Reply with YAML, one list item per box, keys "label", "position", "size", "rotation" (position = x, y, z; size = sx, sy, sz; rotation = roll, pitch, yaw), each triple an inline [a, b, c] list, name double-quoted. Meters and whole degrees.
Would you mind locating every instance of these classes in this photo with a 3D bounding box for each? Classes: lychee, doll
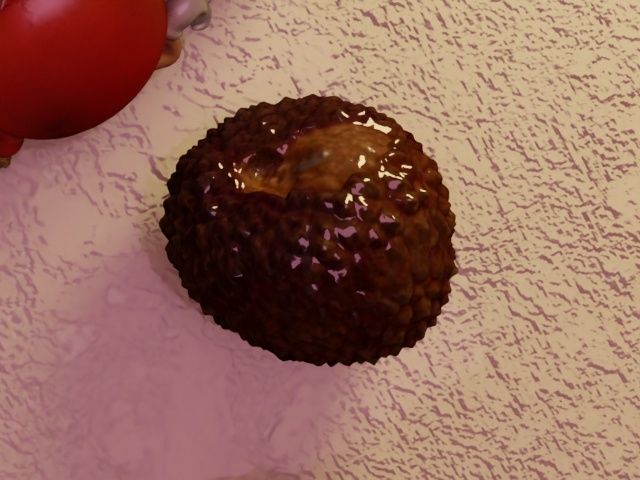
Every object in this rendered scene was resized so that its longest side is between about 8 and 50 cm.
- label: "lychee"
  position: [0.000, 0.000, 0.923]
  size: [0.188, 0.188, 0.188]
  rotation: [0, 92, -13]
- label: "doll"
  position: [-0.138, -0.138, 0.852]
  size: [0.183, 0.085, 0.217]
  rotation: [2, 136, -46]

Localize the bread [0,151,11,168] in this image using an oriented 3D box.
- label: "bread"
  position: [-0.251, -0.095, 0.907]
  size: [0.053, 0.074, 0.132]
  rotation: [-35, 98, -20]
